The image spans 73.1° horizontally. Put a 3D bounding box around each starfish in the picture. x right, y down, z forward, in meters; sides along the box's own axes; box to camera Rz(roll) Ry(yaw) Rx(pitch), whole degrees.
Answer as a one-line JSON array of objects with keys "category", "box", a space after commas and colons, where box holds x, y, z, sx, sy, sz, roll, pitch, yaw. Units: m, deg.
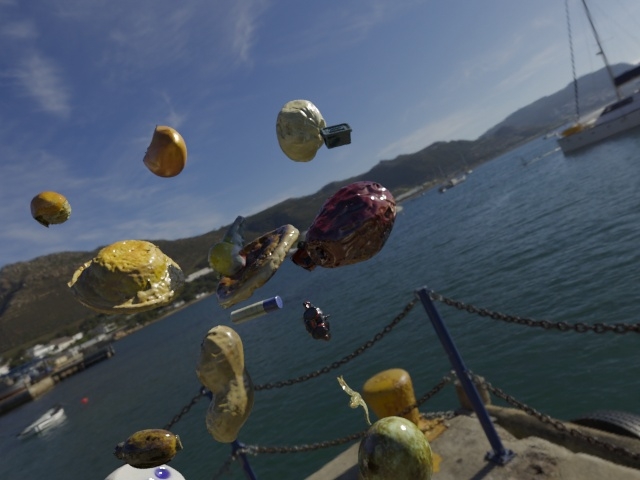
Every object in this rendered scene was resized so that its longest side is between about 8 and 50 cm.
[{"category": "starfish", "box": [0.139, 0.630, 1.718, 0.050, 0.224, 0.217, -33, -28, -2]}]

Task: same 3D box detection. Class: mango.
[{"category": "mango", "box": [-0.555, -0.320, 1.570, 0.137, 0.188, 0.257, 6, 8, -32]}]

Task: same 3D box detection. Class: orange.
[{"category": "orange", "box": [-1.128, -0.127, 1.802, 0.156, 0.156, 0.134, -25, 35, 34]}]

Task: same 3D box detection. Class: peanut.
[{"category": "peanut", "box": [-0.195, 0.291, 0.891, 0.103, 0.230, 0.098, -19, -17, 10]}]

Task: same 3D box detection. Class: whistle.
[{"category": "whistle", "box": [-0.274, 0.023, 1.364, 0.122, 0.122, 0.223, -25, 40, 56]}]

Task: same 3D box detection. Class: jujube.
[{"category": "jujube", "box": [0.082, -0.043, 1.122, 0.290, 0.197, 0.197, -40, 9, -37]}]

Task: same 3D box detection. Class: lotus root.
[{"category": "lotus root", "box": [-0.548, 0.664, 1.373, 0.209, 0.120, 0.120, -2, -5, -12]}]

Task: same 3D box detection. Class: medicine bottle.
[{"category": "medicine bottle", "box": [-0.276, 0.300, 1.855, 0.230, 0.059, 0.059, -21, 1, 17]}]

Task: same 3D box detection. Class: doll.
[{"category": "doll", "box": [-0.014, 0.244, 1.291, 0.088, 0.127, 0.249, -3, -6, 2]}]

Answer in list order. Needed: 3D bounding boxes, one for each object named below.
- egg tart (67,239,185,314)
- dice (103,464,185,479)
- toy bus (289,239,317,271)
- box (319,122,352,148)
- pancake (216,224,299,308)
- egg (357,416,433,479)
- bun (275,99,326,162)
[{"category": "egg tart", "box": [-0.547, 0.088, 1.235, 0.318, 0.128, 0.319, 6, 24, -3]}, {"category": "dice", "box": [-0.592, 0.916, 1.435, 0.259, 0.243, 0.251, 18, 6, -43]}, {"category": "toy bus", "box": [0.000, 0.000, 1.468, 0.235, 0.096, 0.073, -51, -22, 3]}, {"category": "box", "box": [0.052, -0.334, 1.384, 0.099, 0.054, 0.074, -14, 35, -4]}, {"category": "pancake", "box": [-0.211, 0.076, 1.392, 0.356, 0.065, 0.356, -38, 21, 17]}, {"category": "egg", "box": [0.236, 0.685, 1.365, 0.238, 0.238, 0.290, -25, -44, -21]}, {"category": "bun", "box": [-0.056, -0.383, 1.532, 0.134, 0.221, 0.220, 3, 16, 32]}]
